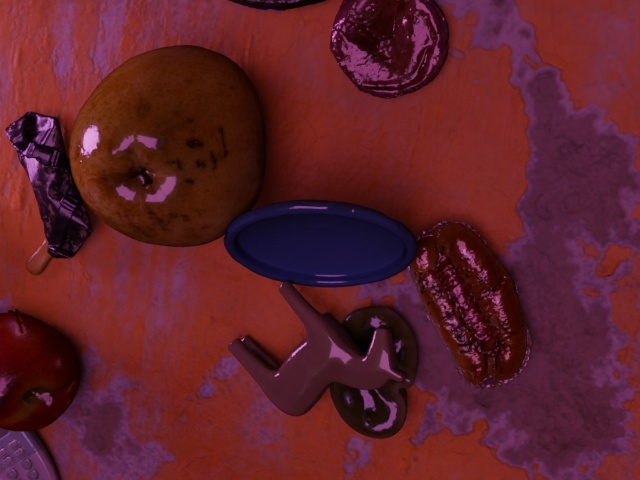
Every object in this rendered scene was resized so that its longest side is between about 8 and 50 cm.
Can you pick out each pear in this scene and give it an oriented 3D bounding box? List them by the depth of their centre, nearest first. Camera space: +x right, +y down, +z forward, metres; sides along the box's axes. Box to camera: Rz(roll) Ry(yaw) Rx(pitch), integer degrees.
[{"bbox_3d":[-0.229,-0.137,1.709,0.304,0.304,0.304,3,102,14],"label":"pear"}]

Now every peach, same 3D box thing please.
[{"bbox_3d":[-0.513,0.215,1.935,0.196,0.226,0.190,-37,129,-16],"label":"peach"}]

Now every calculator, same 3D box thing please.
[{"bbox_3d":[-0.574,0.377,2.028,0.184,0.042,0.295,-35,94,18],"label":"calculator"}]

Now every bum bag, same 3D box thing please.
[{"bbox_3d":[-0.437,-0.092,1.882,0.102,0.069,0.248,-16,99,15],"label":"bum bag"}]

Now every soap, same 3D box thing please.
[{"bbox_3d":[-0.464,0.023,1.942,0.034,0.012,0.089,45,108,2],"label":"soap"}]

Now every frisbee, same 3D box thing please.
[{"bbox_3d":[0.000,-0.004,1.710,0.289,0.289,0.049,-3,65,15],"label":"frisbee"}]

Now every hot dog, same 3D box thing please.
[{"bbox_3d":[0.229,0.094,1.751,0.144,0.075,0.268,-25,92,20],"label":"hot dog"}]

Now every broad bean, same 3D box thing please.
[{"bbox_3d":[0.081,0.207,1.821,0.153,0.072,0.207,-6,89,14],"label":"broad bean"}]

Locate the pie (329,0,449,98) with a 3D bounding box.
[{"bbox_3d":[0.102,-0.301,1.716,0.182,0.049,0.182,5,105,17],"label":"pie"}]

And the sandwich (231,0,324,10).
[{"bbox_3d":[-0.103,-0.422,1.734,0.235,0.079,0.159,-1,91,11],"label":"sandwich"}]

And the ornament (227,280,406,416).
[{"bbox_3d":[0.001,0.179,1.794,0.245,0.061,0.230,47,113,18],"label":"ornament"}]
